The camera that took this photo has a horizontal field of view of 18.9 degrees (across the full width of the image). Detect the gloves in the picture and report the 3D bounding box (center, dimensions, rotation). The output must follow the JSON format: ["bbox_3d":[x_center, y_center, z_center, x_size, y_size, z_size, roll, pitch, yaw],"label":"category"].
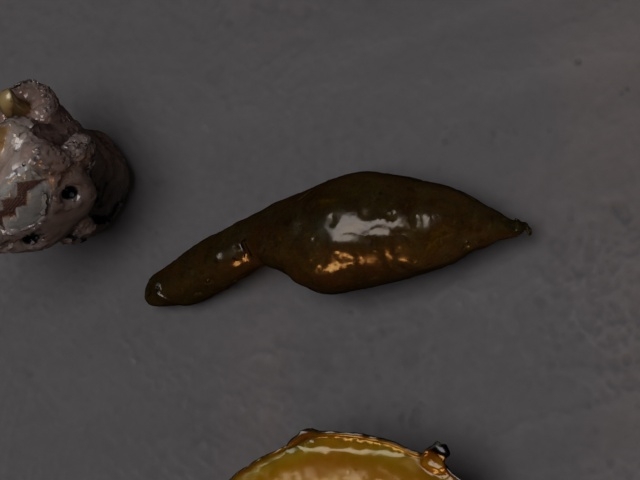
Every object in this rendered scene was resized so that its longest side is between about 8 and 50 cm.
[{"bbox_3d":[-0.182,-0.041,1.260,0.094,0.144,0.110,39,119,22],"label":"gloves"}]

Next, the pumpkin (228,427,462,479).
[{"bbox_3d":[0.054,0.246,1.150,0.163,0.111,0.278,-28,72,2],"label":"pumpkin"}]

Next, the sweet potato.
[{"bbox_3d":[-0.003,-0.001,1.218,0.269,0.075,0.075,-11,78,25],"label":"sweet potato"}]
